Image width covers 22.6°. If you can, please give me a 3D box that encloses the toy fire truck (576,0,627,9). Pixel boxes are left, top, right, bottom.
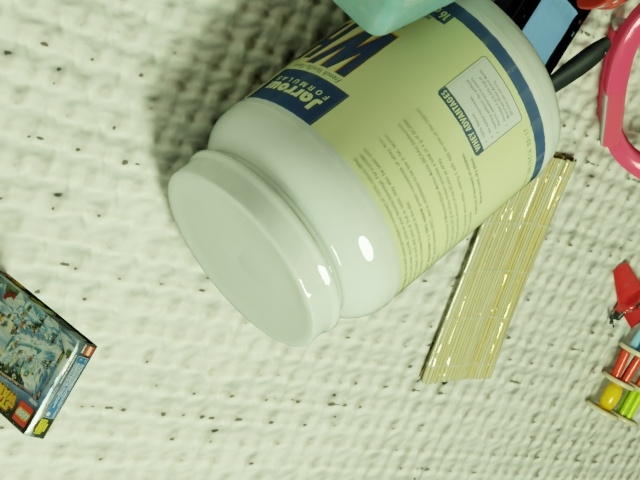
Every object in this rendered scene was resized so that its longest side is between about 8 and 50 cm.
[{"bbox_3d":[0.306,-0.339,1.689,0.135,0.047,0.192,-10,89,-47],"label":"toy fire truck"}]

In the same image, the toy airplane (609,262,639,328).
[{"bbox_3d":[0.459,0.067,2.267,0.151,0.028,0.151,-27,133,-33],"label":"toy airplane"}]

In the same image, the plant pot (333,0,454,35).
[{"bbox_3d":[0.077,-0.328,1.373,0.247,0.248,0.252,-30,154,-32],"label":"plant pot"}]

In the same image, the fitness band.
[{"bbox_3d":[0.446,-0.188,1.940,0.209,0.054,0.291,1,127,-2],"label":"fitness band"}]

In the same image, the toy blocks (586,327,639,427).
[{"bbox_3d":[0.462,0.193,2.344,0.123,0.054,0.148,21,99,-52],"label":"toy blocks"}]

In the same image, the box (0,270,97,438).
[{"bbox_3d":[-0.261,0.095,1.374,0.027,0.137,0.094,27,96,-53],"label":"box"}]

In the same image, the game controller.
[{"bbox_3d":[0.212,-0.198,1.757,0.319,0.067,0.166,-57,144,2],"label":"game controller"}]

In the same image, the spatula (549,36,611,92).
[{"bbox_3d":[0.235,-0.144,1.775,0.296,0.030,0.084,-44,155,-29],"label":"spatula"}]

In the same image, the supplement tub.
[{"bbox_3d":[0.042,-0.075,1.512,0.325,0.235,0.235,-39,140,-23],"label":"supplement tub"}]

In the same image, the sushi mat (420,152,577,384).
[{"bbox_3d":[0.222,0.035,1.982,0.151,0.019,0.316,-1,117,-47],"label":"sushi mat"}]
